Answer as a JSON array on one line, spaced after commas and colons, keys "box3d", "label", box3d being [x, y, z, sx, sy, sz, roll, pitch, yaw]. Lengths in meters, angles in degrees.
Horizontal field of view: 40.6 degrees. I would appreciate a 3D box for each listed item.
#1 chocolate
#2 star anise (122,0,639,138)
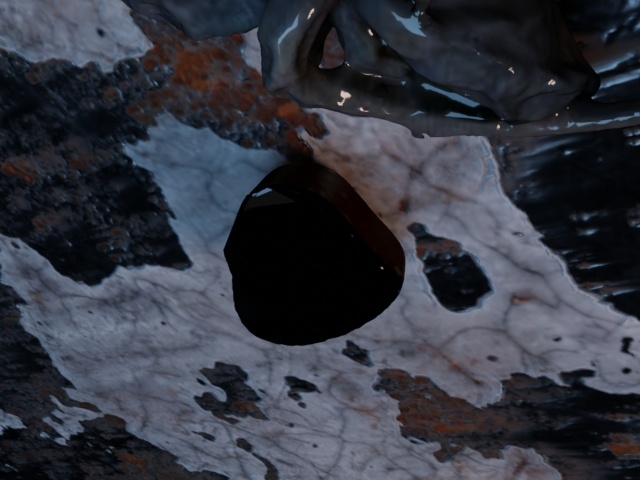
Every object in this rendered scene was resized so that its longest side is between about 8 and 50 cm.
[{"box3d": [0.000, 0.000, 0.631, 0.125, 0.080, 0.148, 1, 129, 9], "label": "chocolate"}, {"box3d": [0.036, -0.149, 0.401, 0.359, 0.139, 0.316, -8, 137, 33], "label": "star anise"}]
